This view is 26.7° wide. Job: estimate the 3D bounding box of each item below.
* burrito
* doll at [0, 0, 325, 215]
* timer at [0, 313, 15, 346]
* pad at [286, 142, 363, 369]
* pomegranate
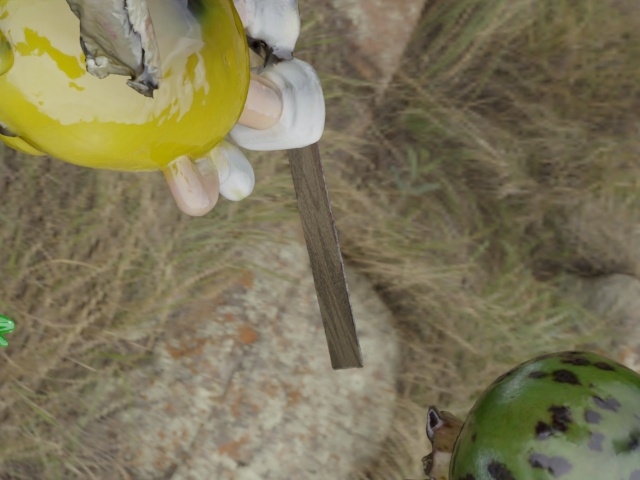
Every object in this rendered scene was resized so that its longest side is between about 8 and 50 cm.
[{"bbox_3d":[-0.127,-0.152,0.762,0.171,0.051,0.042,77,29,-51],"label":"burrito"},{"bbox_3d":[-0.132,-0.176,1.062,0.423,0.161,0.348,31,40,-47],"label":"doll"},{"bbox_3d":[-0.473,0.113,1.483,0.285,0.285,0.285,-3,96,-29],"label":"timer"},{"bbox_3d":[0.000,0.000,1.685,0.004,0.220,0.330,-11,85,-10],"label":"pad"},{"bbox_3d":[0.097,0.108,0.615,0.122,0.161,0.122,-6,97,-48],"label":"pomegranate"}]
